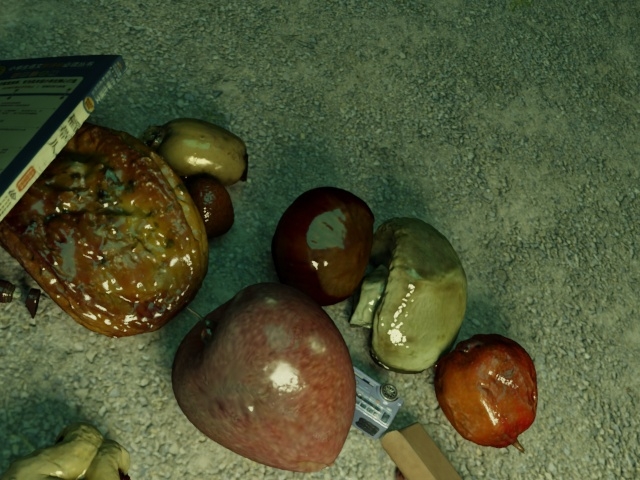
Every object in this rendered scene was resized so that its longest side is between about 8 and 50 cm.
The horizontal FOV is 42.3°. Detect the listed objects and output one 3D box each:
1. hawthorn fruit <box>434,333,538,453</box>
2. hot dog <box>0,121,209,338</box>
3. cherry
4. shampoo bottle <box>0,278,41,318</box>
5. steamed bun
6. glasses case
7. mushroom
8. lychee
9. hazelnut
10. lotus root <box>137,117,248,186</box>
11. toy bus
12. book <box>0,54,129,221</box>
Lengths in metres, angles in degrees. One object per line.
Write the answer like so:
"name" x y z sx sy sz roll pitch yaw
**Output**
"hawthorn fruit" 0.270 0.240 1.336 0.173 0.173 0.179 14 51 -12
"hot dog" -0.348 -0.033 1.274 0.267 0.174 0.387 -39 75 -23
"cherry" -0.071 0.194 1.173 0.307 0.261 0.221 49 36 -5
"shampoo bottle" -0.531 0.061 1.207 0.236 0.068 0.067 14 52 -9
"steamed bun" -0.314 0.314 1.072 0.172 0.141 0.155 26 36 -5
"glasses case" 0.173 0.373 1.267 0.193 0.070 0.102 52 26 21
"mushroom" 0.167 0.080 1.405 0.189 0.164 0.267 23 47 -7
"lychee" -0.201 -0.063 1.393 0.140 0.114 0.101 56 40 -21
"hazelnut" 0.007 0.003 1.399 0.170 0.160 0.202 30 59 1
"lotus root" -0.227 -0.157 1.452 0.220 0.125 0.118 17 76 -16
"toy bus" 0.042 0.236 1.300 0.167 0.073 0.076 33 52 3
"book" -0.524 -0.158 1.289 0.300 0.039 0.428 4 45 24
